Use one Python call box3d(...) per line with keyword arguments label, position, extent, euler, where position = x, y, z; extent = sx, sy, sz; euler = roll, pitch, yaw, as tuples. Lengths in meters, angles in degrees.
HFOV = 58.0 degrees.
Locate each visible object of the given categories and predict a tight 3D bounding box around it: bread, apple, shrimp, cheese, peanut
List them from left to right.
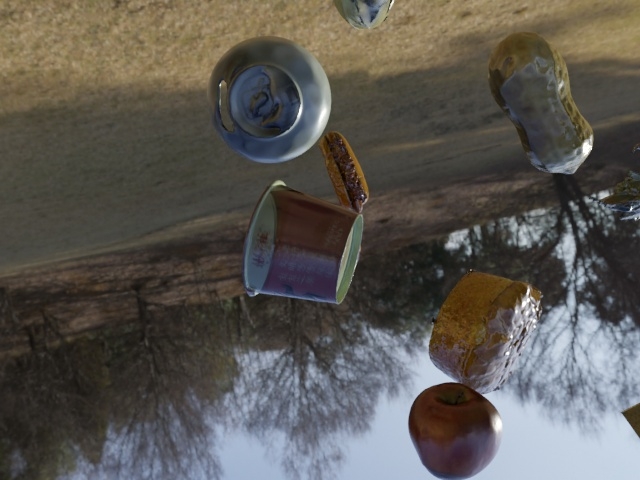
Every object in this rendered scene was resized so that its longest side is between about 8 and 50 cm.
box3d(label="cheese", position=(0.103, -0.587, 1.208), extent=(0.128, 0.259, 0.316), euler=(18, -166, 11))
box3d(label="apple", position=(0.323, 0.472, 1.414), extent=(0.230, 0.230, 0.230), euler=(-11, 180, 0))
box3d(label="bread", position=(0.494, 0.270, 1.706), extent=(0.215, 0.398, 0.398), euler=(27, -156, 33))
box3d(label="peanut", position=(0.296, -0.173, 0.769), extent=(0.098, 0.229, 0.103), euler=(3, -134, 52))
box3d(label="shrimp", position=(0.424, -0.095, 0.719), extent=(0.223, 0.126, 0.047), euler=(-20, -156, -21))

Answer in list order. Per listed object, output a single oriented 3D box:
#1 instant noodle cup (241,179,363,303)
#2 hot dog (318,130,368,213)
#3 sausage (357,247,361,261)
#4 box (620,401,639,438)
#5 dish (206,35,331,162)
box3d(label="instant noodle cup", position=(-0.027, 0.015, 1.111), extent=(0.178, 0.234, 0.235), euler=(14, -174, 12))
box3d(label="hot dog", position=(0.074, -0.191, 1.629), extent=(0.102, 0.249, 0.076), euler=(-23, -175, -30))
box3d(label="sausage", position=(-0.001, 0.000, 1.522), extent=(0.141, 0.153, 0.268), euler=(19, -168, -33))
box3d(label="box", position=(0.767, 0.430, 1.314), extent=(0.090, 0.133, 0.023), euler=(-41, 152, 23))
box3d(label="dish", position=(-0.136, -0.348, 1.443), extent=(0.324, 0.324, 0.124), euler=(-11, -166, 5))
